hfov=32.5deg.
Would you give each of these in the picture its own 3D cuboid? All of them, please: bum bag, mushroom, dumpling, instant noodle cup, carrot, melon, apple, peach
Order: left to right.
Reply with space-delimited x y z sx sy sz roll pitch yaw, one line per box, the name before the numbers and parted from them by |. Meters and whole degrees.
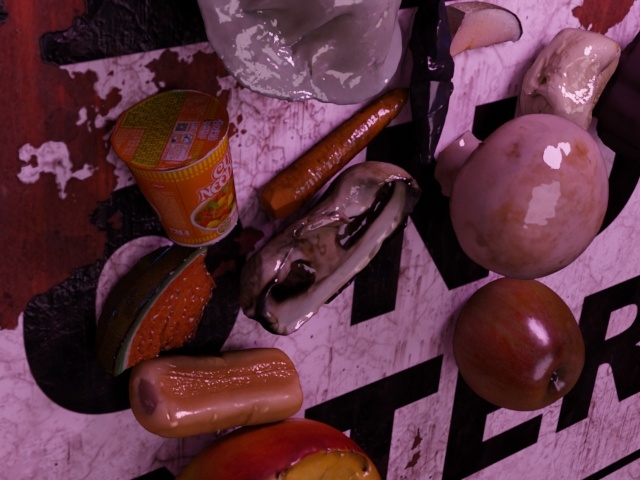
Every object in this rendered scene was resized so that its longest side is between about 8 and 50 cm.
instant noodle cup | -0.190 -0.091 1.548 0.168 0.168 0.185 -35 141 -20
peach | -0.084 0.440 1.892 0.380 0.242 0.306 16 99 -42
dumpling | -0.019 -0.334 1.489 0.321 0.212 0.270 24 107 -6
mushroom | -0.001 -0.002 1.747 0.344 0.130 0.247 -47 155 -8
carrot | 0.034 -0.147 1.762 0.314 0.066 0.066 -40 135 -17
bum bag | 0.181 -0.255 1.787 0.074 0.137 0.310 2 122 7
melon | 0.278 -0.361 1.851 0.182 0.054 0.098 -19 132 -32
mushroom | 0.341 -0.090 1.900 0.298 0.290 0.297 -15 123 -25
apple | 0.395 0.206 2.171 0.257 0.234 0.256 -18 124 -29

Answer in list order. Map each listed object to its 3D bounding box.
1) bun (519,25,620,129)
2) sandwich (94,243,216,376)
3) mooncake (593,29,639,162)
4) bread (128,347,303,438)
bun | 0.442 -0.278 1.987 0.229 0.145 0.229 22 90 -79
sandwich | -0.245 0.087 1.661 0.159 0.079 0.235 6 115 -54
mooncake | 0.639 -0.292 2.118 0.283 0.141 0.283 -40 146 -35
bread | -0.167 0.248 1.785 0.305 0.142 0.091 0 146 -41
